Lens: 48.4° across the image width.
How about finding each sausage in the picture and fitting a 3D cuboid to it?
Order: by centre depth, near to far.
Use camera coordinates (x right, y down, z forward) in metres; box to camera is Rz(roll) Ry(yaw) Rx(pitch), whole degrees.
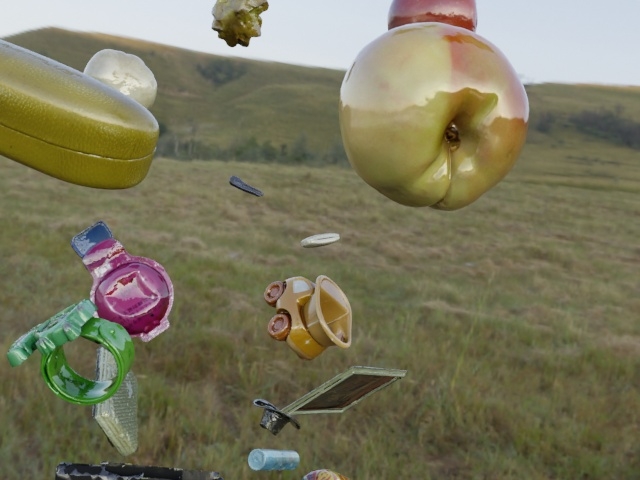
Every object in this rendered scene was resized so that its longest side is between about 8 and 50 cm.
[{"bbox_3d":[0.036,0.420,1.142,0.083,0.083,0.264,11,-21,33],"label":"sausage"}]

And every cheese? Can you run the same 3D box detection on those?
[{"bbox_3d":[-0.368,0.077,1.315,0.244,0.155,0.062,52,-12,9],"label":"cheese"}]

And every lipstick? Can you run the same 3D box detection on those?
[{"bbox_3d":[-0.106,0.510,1.653,0.048,0.048,0.158,11,-10,31],"label":"lipstick"}]

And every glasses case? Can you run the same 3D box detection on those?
[{"bbox_3d":[-0.427,-0.204,1.060,0.371,0.141,0.173,23,26,2],"label":"glasses case"},{"bbox_3d":[0.000,0.000,1.305,0.083,0.021,0.032,-9,-8,-43],"label":"glasses case"}]

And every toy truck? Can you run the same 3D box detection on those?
[{"bbox_3d":[-0.036,0.234,2.189,0.211,0.288,0.204,-28,-47,20],"label":"toy truck"}]

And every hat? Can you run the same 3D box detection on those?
[{"bbox_3d":[-0.093,0.365,1.443,0.121,0.050,0.121,30,-12,7],"label":"hat"}]

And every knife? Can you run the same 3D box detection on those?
[{"bbox_3d":[-0.229,-0.165,2.203,0.121,0.031,0.018,26,-38,4],"label":"knife"}]

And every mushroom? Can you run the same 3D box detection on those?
[{"bbox_3d":[-0.419,-0.322,1.480,0.154,0.154,0.122,8,11,-26],"label":"mushroom"}]

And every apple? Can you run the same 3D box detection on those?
[{"bbox_3d":[0.286,-0.528,1.788,0.216,0.261,0.260,-3,0,15],"label":"apple"}]

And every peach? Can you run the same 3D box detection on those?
[{"bbox_3d":[0.104,-0.120,0.674,0.184,0.184,0.184,9,3,0],"label":"peach"}]

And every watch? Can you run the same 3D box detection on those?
[{"bbox_3d":[-0.388,0.186,1.138,0.165,0.152,0.131,-31,15,8],"label":"watch"}]

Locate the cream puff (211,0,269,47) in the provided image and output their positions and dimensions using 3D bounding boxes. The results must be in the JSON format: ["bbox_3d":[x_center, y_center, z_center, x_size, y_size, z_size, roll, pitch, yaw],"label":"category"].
[{"bbox_3d":[-0.108,-0.299,0.940,0.083,0.083,0.058,53,14,-23],"label":"cream puff"}]

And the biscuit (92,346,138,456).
[{"bbox_3d":[-0.376,0.292,1.320,0.040,0.121,0.199,-21,33,-1],"label":"biscuit"}]

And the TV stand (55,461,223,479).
[{"bbox_3d":[-0.270,0.365,1.074,0.249,0.036,0.042,7,12,-5],"label":"TV stand"}]

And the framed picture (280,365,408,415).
[{"bbox_3d":[0.060,0.346,1.618,0.216,0.016,0.273,-36,-27,22],"label":"framed picture"}]
